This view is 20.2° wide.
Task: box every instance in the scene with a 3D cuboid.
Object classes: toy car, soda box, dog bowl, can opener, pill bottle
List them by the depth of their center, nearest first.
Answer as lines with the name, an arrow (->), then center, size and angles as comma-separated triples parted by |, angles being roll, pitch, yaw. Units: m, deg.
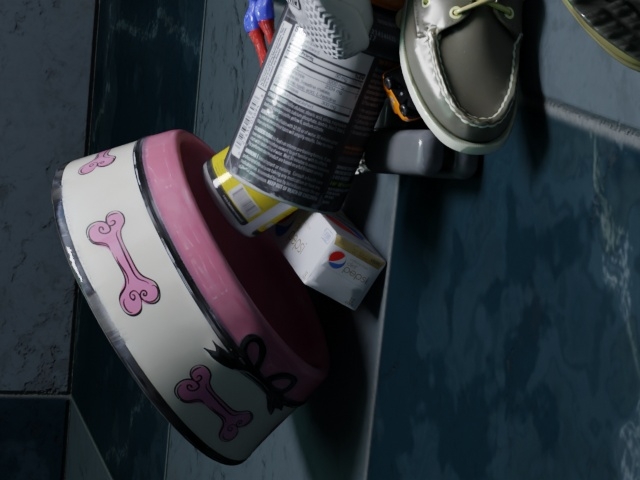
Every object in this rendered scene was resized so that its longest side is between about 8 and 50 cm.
toy car -> 0.109, -0.163, 1.771 | 0.060, 0.122, 0.040 | 45, 157, 6
pill bottle -> 0.005, -0.161, 1.795 | 0.245, 0.130, 0.130 | -67, 21, 11
can opener -> 0.081, -0.105, 1.832 | 0.280, 0.074, 0.093 | -155, 69, -72
pill bottle -> -0.034, -0.091, 2.022 | 0.103, 0.184, 0.103 | 54, -169, -16
soda box -> 0.000, 0.000, 2.054 | 0.069, 0.074, 0.216 | -57, 24, 9
dog bowl -> -0.135, 0.049, 2.089 | 0.408, 0.150, 0.408 | 55, -169, -16

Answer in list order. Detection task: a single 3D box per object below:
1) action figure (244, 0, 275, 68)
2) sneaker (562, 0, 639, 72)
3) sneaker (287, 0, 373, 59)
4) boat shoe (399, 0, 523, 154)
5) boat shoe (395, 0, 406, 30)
action figure -> -0.060, -0.370, 2.335 | 0.280, 0.139, 0.091 | 69, 158, 1
sneaker -> 0.221, -0.245, 1.374 | 0.182, 0.158, 0.410 | 65, -174, -46
sneaker -> 0.039, -0.362, 1.645 | 0.137, 0.210, 0.366 | -168, 61, -78
boat shoe -> 0.131, -0.224, 1.624 | 0.091, 0.109, 0.305 | 112, 158, -59
boat shoe -> 0.044, -0.283, 1.912 | 0.341, 0.110, 0.121 | 116, 151, -53
